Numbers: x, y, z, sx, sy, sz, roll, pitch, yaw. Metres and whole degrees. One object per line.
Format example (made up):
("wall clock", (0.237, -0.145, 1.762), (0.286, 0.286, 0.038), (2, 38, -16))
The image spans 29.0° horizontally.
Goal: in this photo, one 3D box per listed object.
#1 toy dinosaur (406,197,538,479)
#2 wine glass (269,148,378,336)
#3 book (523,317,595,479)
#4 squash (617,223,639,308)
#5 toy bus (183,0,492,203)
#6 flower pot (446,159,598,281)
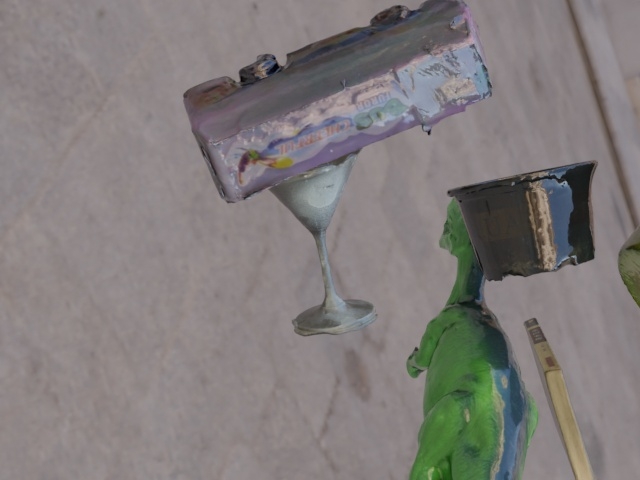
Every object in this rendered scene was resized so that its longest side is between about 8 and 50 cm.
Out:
("toy dinosaur", (0.195, 0.149, 1.222), (0.500, 0.144, 0.375), (-160, -94, -72))
("wine glass", (0.000, 0.000, 1.618), (0.156, 0.156, 0.232), (-48, 130, -66))
("book", (0.311, 0.207, 1.622), (0.231, 0.026, 0.161), (-78, 150, -78))
("squash", (0.474, -0.029, 1.269), (0.210, 0.309, 0.233), (46, -8, 12))
("toy bus", (0.023, -0.148, 1.270), (0.138, 0.316, 0.112), (-112, 179, -59))
("flower pot", (0.217, -0.018, 1.277), (0.157, 0.157, 0.107), (-21, 99, -69))
